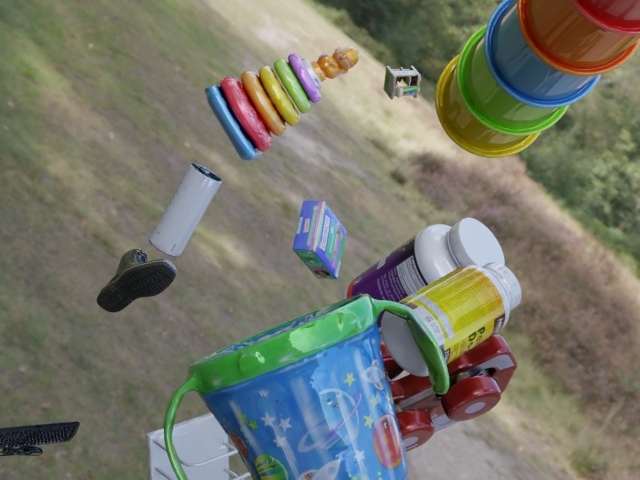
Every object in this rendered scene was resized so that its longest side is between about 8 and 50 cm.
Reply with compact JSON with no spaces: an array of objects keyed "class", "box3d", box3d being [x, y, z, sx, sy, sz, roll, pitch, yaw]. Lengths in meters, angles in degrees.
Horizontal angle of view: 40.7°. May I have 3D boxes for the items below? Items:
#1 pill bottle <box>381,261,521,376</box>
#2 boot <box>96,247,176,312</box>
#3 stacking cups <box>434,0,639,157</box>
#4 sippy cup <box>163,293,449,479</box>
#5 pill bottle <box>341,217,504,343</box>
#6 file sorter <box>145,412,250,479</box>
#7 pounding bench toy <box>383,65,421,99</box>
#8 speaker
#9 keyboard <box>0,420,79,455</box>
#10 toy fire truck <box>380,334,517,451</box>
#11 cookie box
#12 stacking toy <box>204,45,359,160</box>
[{"class":"pill bottle","box3d":[0.205,0.112,1.319,0.215,0.117,0.117,-26,58,-30]},{"class":"boot","box3d":[-0.354,0.049,1.716,0.077,0.198,0.137,51,33,-29]},{"class":"stacking cups","box3d":[0.147,-0.128,0.546,0.096,0.096,0.316,39,-6,1]},{"class":"sippy cup","box3d":[-0.009,0.207,1.015,0.224,0.305,0.240,69,21,2]},{"class":"pill bottle","box3d":[0.203,0.088,1.717,0.181,0.323,0.181,27,43,-29]},{"class":"file sorter","box3d":[-0.238,0.538,1.835,0.193,0.278,0.173,-12,18,-38]},{"class":"pounding bench toy","box3d":[0.173,-0.313,1.747,0.065,0.052,0.083,-4,35,-14]},{"class":"speaker","box3d":[-0.202,-0.047,1.292,0.055,0.136,0.055,29,11,-7]},{"class":"keyboard","box3d":[-0.623,0.438,1.872,0.192,0.100,0.038,3,45,-37]},{"class":"toy fire truck","box3d":[0.204,0.270,1.522,0.254,0.302,0.169,51,13,-56]},{"class":"cookie box","box3d":[0.000,0.000,1.396,0.040,0.092,0.107,-1,-27,25]},{"class":"stacking toy","box3d":[-0.058,-0.295,1.671,0.166,0.302,0.175,60,6,-5]}]
